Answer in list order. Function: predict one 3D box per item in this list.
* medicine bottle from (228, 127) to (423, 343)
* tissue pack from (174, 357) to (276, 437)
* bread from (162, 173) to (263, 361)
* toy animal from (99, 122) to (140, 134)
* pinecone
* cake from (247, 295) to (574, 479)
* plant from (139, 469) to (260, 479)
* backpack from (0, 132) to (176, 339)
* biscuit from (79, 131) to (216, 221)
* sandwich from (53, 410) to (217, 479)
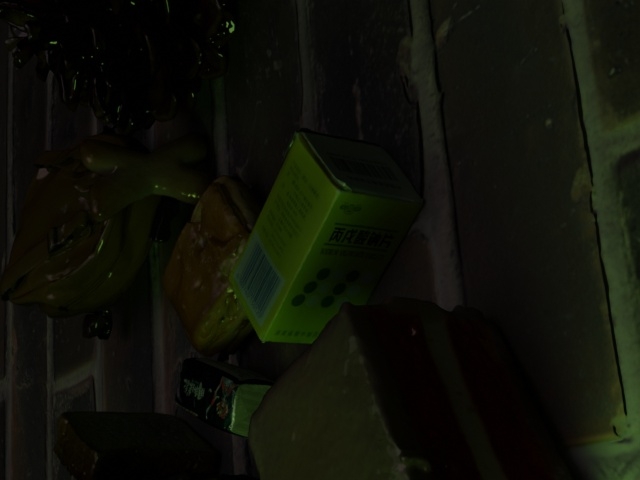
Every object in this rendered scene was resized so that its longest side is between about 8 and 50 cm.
[{"bbox_3d":[0.000,0.000,1.404,0.250,0.137,0.141,-62,38,28],"label":"medicine bottle"},{"bbox_3d":[-0.123,0.226,1.577,0.170,0.103,0.090,8,84,56],"label":"tissue pack"},{"bbox_3d":[-0.151,0.042,1.654,0.235,0.099,0.210,-62,39,27],"label":"bread"},{"bbox_3d":[-0.403,-0.186,2.101,0.105,0.070,0.202,-52,4,-38],"label":"toy animal"},{"bbox_3d":[-0.333,-0.362,1.774,0.397,0.397,0.398,-15,71,54],"label":"pinecone"},{"bbox_3d":[0.092,0.232,1.143,0.230,0.237,0.309,-54,41,31],"label":"cake"},{"bbox_3d":[-0.200,0.416,1.470,0.215,0.312,0.213,-21,70,49],"label":"plant"},{"bbox_3d":[-0.404,-0.016,1.944,0.378,0.201,0.354,-8,68,52],"label":"backpack"},{"bbox_3d":[-0.272,-0.108,1.769,0.047,0.207,0.164,106,152,-48],"label":"biscuit"},{"bbox_3d":[-0.286,0.320,1.700,0.186,0.214,0.065,26,106,57],"label":"sandwich"}]
